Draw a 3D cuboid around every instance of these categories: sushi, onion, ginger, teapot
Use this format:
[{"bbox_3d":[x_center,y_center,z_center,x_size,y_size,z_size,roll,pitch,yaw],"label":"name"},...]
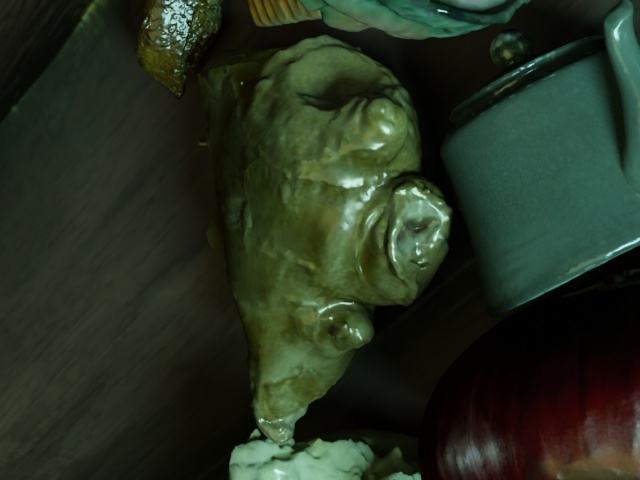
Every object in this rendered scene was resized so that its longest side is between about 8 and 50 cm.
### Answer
[{"bbox_3d":[-0.096,-0.157,0.916,0.060,0.061,0.118,13,126,-9],"label":"sushi"},{"bbox_3d":[0.189,0.147,0.721,0.273,0.285,0.273,4,150,2],"label":"onion"},{"bbox_3d":[0.000,0.000,0.861,0.219,0.123,0.270,12,114,50],"label":"ginger"},{"bbox_3d":[0.134,-0.052,0.760,0.149,0.162,0.239,62,159,6],"label":"teapot"}]

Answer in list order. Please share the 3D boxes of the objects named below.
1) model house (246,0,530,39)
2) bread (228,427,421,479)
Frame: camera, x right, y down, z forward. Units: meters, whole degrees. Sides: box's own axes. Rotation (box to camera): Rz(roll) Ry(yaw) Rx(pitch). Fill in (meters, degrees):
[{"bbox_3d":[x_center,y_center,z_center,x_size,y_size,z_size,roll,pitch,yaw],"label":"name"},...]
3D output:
[{"bbox_3d":[-0.009,-0.203,0.730,0.237,0.237,0.202,-6,114,40],"label":"model house"},{"bbox_3d":[0.079,0.279,0.910,0.316,0.211,0.270,29,130,35],"label":"bread"}]
